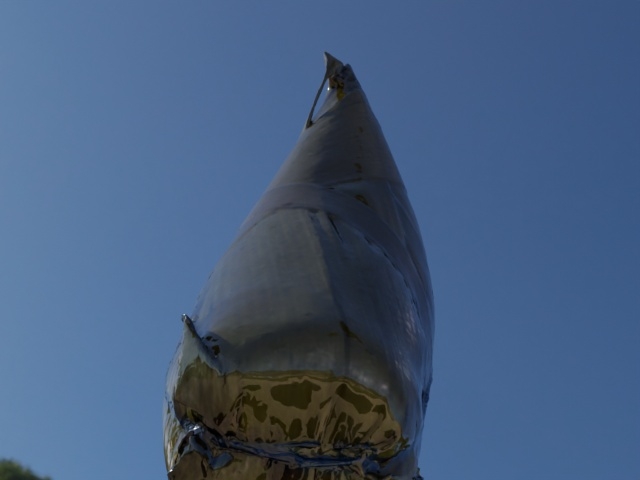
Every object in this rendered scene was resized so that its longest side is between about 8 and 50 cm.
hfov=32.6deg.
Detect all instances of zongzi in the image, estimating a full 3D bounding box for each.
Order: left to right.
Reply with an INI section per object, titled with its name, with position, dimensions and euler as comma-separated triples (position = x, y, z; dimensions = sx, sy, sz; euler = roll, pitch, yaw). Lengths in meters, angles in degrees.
[zongzi]
position = 0.000, 0.000, 0.530
dimensions = 0.123, 0.289, 0.260
euler = 6, -12, 4
